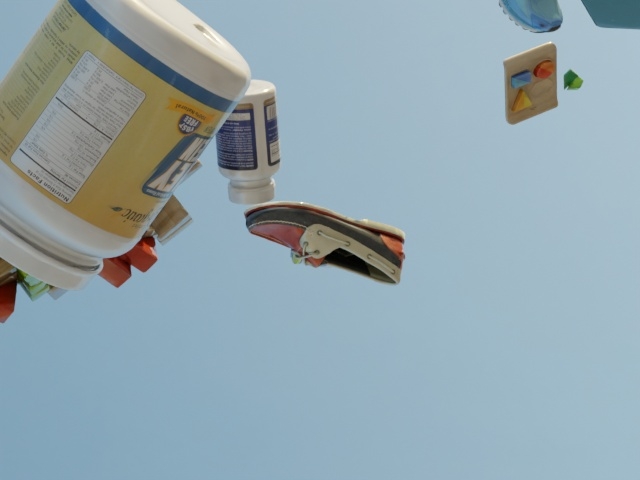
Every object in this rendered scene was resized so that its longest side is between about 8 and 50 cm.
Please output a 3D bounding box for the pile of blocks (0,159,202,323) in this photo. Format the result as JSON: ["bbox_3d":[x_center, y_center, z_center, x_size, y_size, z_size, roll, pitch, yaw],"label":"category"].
[{"bbox_3d":[-0.227,-0.007,1.733,0.362,0.112,0.149,-30,-15,-38],"label":"pile of blocks"}]

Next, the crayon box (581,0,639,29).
[{"bbox_3d":[0.229,-0.368,1.253,0.313,0.106,0.362,37,-120,-65],"label":"crayon box"}]

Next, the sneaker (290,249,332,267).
[{"bbox_3d":[0.000,0.000,1.890,0.144,0.059,0.053,-103,20,-76],"label":"sneaker"}]

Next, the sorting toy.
[{"bbox_3d":[0.196,-0.140,1.588,0.083,0.012,0.062,-23,-58,-25],"label":"sorting toy"}]

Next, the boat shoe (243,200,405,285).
[{"bbox_3d":[0.004,0.002,1.444,0.137,0.049,0.043,13,-112,-18],"label":"boat shoe"}]

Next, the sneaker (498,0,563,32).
[{"bbox_3d":[0.232,-0.311,2.060,0.063,0.073,0.162,-22,-96,-25],"label":"sneaker"}]

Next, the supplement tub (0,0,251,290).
[{"bbox_3d":[-0.159,-0.079,1.280,0.199,0.144,0.144,-53,-34,11],"label":"supplement tub"}]

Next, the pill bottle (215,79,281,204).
[{"bbox_3d":[-0.075,-0.101,1.876,0.067,0.067,0.120,-28,-59,-50],"label":"pill bottle"}]
